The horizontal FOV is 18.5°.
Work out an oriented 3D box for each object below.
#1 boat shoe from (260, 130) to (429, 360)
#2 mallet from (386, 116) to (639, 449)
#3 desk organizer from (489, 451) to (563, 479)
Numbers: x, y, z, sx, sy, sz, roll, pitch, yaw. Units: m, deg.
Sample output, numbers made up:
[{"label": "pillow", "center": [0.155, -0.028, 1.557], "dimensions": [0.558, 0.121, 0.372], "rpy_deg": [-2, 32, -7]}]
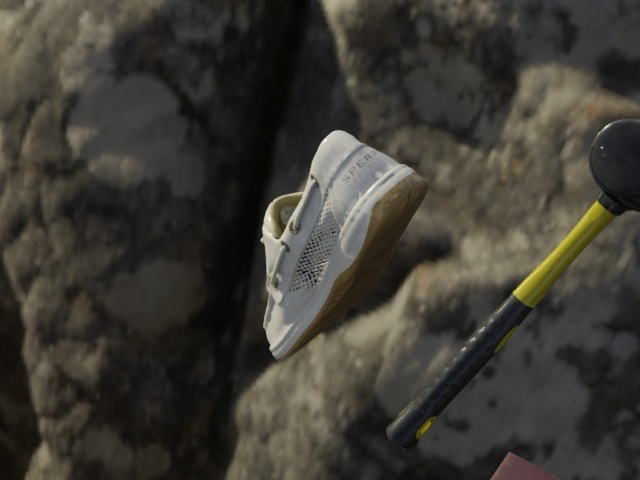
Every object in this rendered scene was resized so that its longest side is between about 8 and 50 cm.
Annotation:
[{"label": "boat shoe", "center": [0.000, 0.000, 1.558], "dimensions": [0.096, 0.277, 0.098], "rpy_deg": [44, 56, 9]}, {"label": "mallet", "center": [0.101, 0.022, 0.891], "dimensions": [0.039, 0.189, 0.062], "rpy_deg": [47, 22, 24]}, {"label": "desk organizer", "center": [0.163, 0.193, 1.270], "dimensions": [0.130, 0.047, 0.050], "rpy_deg": [27, 31, 12]}]
